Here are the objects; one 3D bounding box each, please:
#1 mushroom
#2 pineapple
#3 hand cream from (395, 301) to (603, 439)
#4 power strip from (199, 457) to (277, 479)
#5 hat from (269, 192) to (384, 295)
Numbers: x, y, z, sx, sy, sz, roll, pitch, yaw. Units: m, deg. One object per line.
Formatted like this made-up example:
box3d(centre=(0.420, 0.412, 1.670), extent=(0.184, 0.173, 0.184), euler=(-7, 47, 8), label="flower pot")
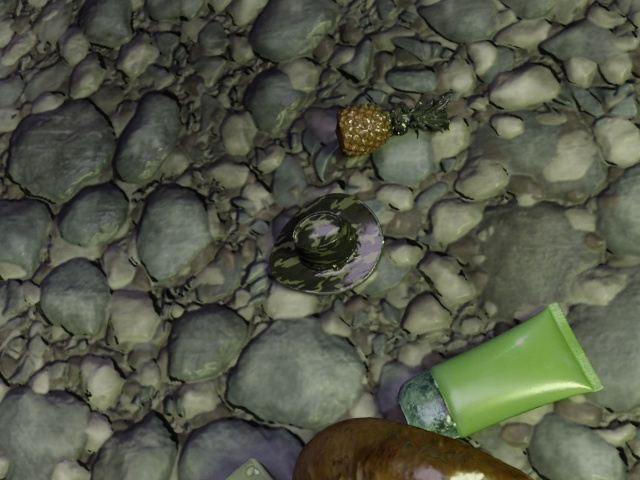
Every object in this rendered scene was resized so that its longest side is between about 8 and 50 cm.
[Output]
box3d(centre=(0.103, 0.221, 0.997), extent=(0.286, 0.151, 0.156), euler=(19, 46, 18), label="mushroom")
box3d(centre=(0.078, -0.121, 1.251), extent=(0.124, 0.058, 0.058), euler=(-10, 62, -5), label="pineapple")
box3d(centre=(0.157, 0.130, 1.106), extent=(0.175, 0.046, 0.095), euler=(-23, 60, -3), label="hand cream")
box3d(centre=(0.002, 0.338, 1.049), extent=(0.106, 0.043, 0.367), euler=(-40, 62, -7), label="power strip")
box3d(centre=(0.000, 0.000, 1.208), extent=(0.121, 0.050, 0.121), euler=(-7, 65, 15), label="hat")
